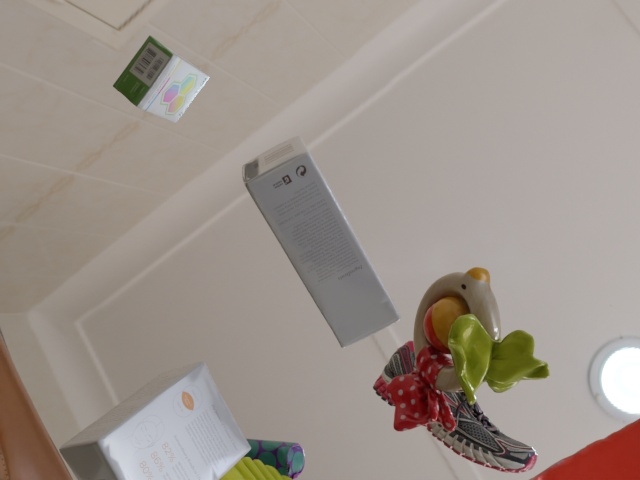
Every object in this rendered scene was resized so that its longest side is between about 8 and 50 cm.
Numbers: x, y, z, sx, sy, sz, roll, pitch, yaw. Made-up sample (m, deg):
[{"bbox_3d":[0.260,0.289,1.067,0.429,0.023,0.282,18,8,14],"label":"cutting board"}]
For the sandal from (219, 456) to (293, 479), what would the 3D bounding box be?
[{"bbox_3d":[-0.069,0.476,1.249,0.138,0.317,0.126,-51,-150,3],"label":"sandal"}]

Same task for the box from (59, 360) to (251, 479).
[{"bbox_3d":[-0.190,0.245,0.869,0.091,0.170,0.130,-21,-81,41],"label":"box"}]

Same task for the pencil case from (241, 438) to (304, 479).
[{"bbox_3d":[-0.109,0.398,1.344,0.152,0.064,0.070,-1,-103,24],"label":"pencil case"}]

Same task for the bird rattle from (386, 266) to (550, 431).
[{"bbox_3d":[0.188,0.150,1.012,0.143,0.253,0.206,9,-116,-18],"label":"bird rattle"}]

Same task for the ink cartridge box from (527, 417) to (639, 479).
[{"bbox_3d":[0.116,0.274,0.304,0.385,0.091,0.308,-20,-91,-20],"label":"ink cartridge box"}]

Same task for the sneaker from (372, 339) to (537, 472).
[{"bbox_3d":[0.221,0.274,1.207,0.299,0.121,0.112,32,-88,34],"label":"sneaker"}]

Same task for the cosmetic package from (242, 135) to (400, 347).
[{"bbox_3d":[0.000,0.000,0.869,0.086,0.117,0.231,-28,-72,3],"label":"cosmetic package"}]

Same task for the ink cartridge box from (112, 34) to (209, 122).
[{"bbox_3d":[-0.268,-0.277,1.316,0.062,0.209,0.109,40,-83,12],"label":"ink cartridge box"}]

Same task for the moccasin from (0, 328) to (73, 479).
[{"bbox_3d":[-0.333,0.111,0.573,0.139,0.147,0.380,-26,-92,13],"label":"moccasin"}]
